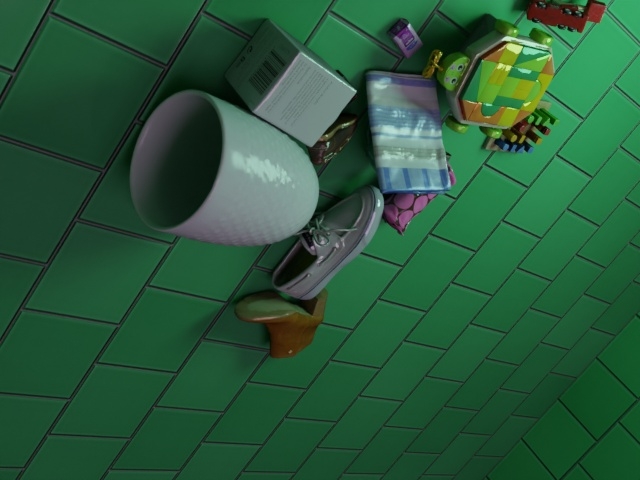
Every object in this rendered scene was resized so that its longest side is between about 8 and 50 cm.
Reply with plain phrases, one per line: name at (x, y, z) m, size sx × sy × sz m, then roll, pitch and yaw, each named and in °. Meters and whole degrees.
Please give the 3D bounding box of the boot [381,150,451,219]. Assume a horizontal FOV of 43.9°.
boot at (0.226, -0.151, 2.022) m, size 0.189 × 0.076 × 0.208 m, roll -2°, pitch 135°, yaw -49°

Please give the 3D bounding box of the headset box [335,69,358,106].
headset box at (0.037, -0.330, 1.746) m, size 0.062 × 0.032 × 0.083 m, roll -42°, pitch 139°, yaw 4°

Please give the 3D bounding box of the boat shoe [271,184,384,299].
boat shoe at (-0.004, -0.005, 1.959) m, size 0.156 × 0.136 × 0.367 m, roll 17°, pitch 125°, yaw -41°

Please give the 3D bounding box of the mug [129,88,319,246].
mug at (-0.205, -0.106, 1.629) m, size 0.374 × 0.276 × 0.328 m, roll -25°, pitch 154°, yaw 34°

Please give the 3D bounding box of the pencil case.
pencil case at (0.244, -0.111, 1.959) m, size 0.209 × 0.095 × 0.098 m, roll -42°, pitch 112°, yaw -3°

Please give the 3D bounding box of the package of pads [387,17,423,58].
package of pads at (0.188, -0.445, 1.750) m, size 0.050 × 0.032 × 0.083 m, roll -45°, pitch 140°, yaw 4°

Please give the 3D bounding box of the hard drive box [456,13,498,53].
hard drive box at (0.428, -0.407, 1.920) m, size 0.232 × 0.089 × 0.181 m, roll 21°, pitch 113°, yaw -46°

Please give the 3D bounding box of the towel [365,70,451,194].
towel at (0.201, -0.245, 1.803) m, size 0.209 × 0.285 × 0.034 m, roll -1°, pitch 172°, yaw -34°

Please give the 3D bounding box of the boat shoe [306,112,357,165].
boat shoe at (0.025, -0.225, 1.742) m, size 0.207 × 0.073 × 0.073 m, roll -42°, pitch 132°, yaw -53°

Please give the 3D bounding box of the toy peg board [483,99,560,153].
toy peg board at (0.546, -0.293, 2.123) m, size 0.161 × 0.079 × 0.161 m, roll 0°, pitch 127°, yaw -36°

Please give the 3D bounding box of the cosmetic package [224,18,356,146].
cosmetic package at (-0.060, -0.314, 1.595) m, size 0.151 × 0.151 × 0.183 m, roll -49°, pitch 139°, yaw 13°

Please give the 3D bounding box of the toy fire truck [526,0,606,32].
toy fire truck at (0.586, -0.549, 1.897) m, size 0.192 × 0.135 × 0.047 m, roll 14°, pitch 127°, yaw 2°

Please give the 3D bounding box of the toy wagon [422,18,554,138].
toy wagon at (0.381, -0.364, 1.804) m, size 0.344 × 0.068 × 0.267 m, roll 1°, pitch 127°, yaw -36°

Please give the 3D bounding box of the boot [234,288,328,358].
boot at (-0.114, 0.236, 2.111) m, size 0.295 × 0.104 × 0.211 m, roll -9°, pitch 132°, yaw -36°

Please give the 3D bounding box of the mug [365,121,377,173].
mug at (0.161, -0.210, 1.892) m, size 0.097 × 0.158 × 0.129 m, roll -32°, pitch 163°, yaw 8°
